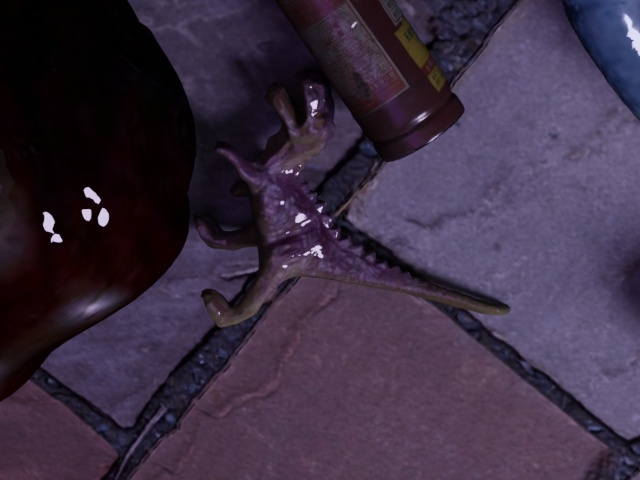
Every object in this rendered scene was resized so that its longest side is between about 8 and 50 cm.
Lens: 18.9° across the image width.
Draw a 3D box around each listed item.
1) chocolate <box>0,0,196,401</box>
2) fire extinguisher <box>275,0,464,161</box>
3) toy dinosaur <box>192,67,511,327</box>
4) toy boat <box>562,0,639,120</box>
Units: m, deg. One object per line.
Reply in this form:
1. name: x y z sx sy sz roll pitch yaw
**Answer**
1. chocolate: -0.265 -0.073 1.447 0.331 0.384 0.384 -32 102 17
2. fire extinguisher: 0.000 -0.169 1.401 0.075 0.106 0.252 -19 111 51
3. toy dinosaur: -0.002 0.001 1.521 0.199 0.072 0.251 -29 94 22
4. toy boat: 0.279 -0.127 1.269 0.215 0.123 0.330 -20 117 48
